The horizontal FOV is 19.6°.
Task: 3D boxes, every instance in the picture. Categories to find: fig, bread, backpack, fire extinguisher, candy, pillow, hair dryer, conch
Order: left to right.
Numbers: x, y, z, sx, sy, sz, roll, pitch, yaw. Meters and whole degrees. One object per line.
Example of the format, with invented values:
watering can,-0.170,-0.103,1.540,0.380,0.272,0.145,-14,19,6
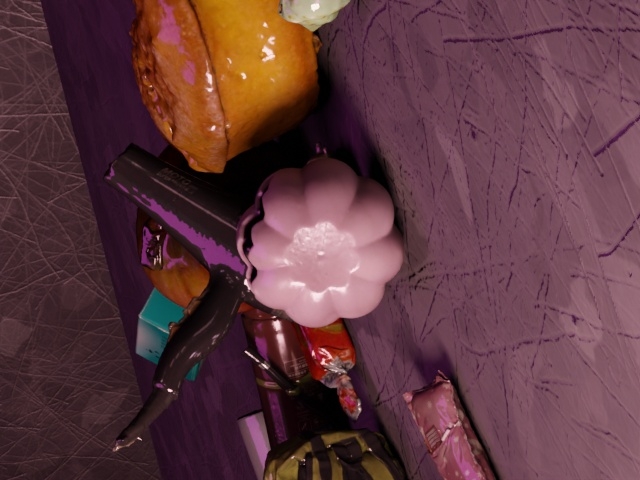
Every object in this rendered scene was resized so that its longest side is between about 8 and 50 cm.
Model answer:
hair dryer,-0.159,0.072,2.013,0.303,0.359,0.120,32,145,-1
fig,-0.117,-0.026,2.230,0.235,0.235,0.214,60,-178,38
bread,-0.099,-0.189,2.049,0.179,0.194,0.340,60,165,17
fire extinguisher,-0.036,0.226,2.442,0.105,0.141,0.341,1,109,42
conch,-0.007,-0.290,1.818,0.106,0.079,0.170,42,133,51
candy,-0.008,0.094,2.314,0.086,0.059,0.292,108,142,-72
backpack,0.028,0.349,2.232,0.140,0.207,0.253,-23,76,53
pillow,0.147,0.227,1.947,0.185,0.043,0.118,64,158,13

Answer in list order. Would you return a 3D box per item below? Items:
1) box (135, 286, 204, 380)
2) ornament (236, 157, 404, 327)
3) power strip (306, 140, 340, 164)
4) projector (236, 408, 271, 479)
box,-0.147,0.041,2.407,0.092,0.245,0.153,26,157,3
ornament,0.000,0.001,1.947,0.177,0.177,0.177,161,90,-76
power strip,0.020,-0.030,2.062,0.076,0.028,0.169,-40,-67,-76
projector,-0.016,0.392,2.626,0.108,0.108,0.337,141,109,-75
